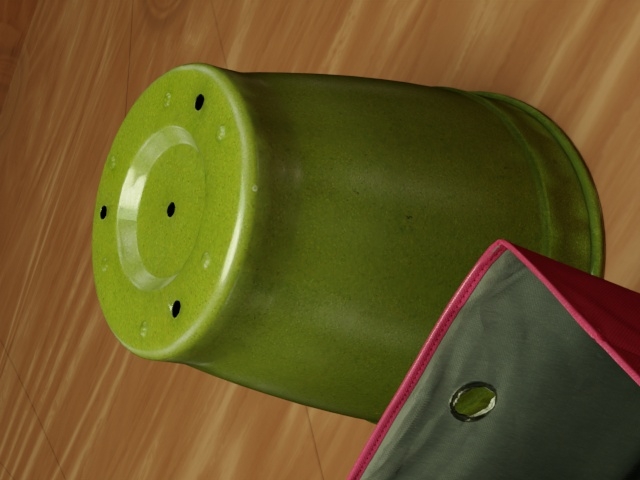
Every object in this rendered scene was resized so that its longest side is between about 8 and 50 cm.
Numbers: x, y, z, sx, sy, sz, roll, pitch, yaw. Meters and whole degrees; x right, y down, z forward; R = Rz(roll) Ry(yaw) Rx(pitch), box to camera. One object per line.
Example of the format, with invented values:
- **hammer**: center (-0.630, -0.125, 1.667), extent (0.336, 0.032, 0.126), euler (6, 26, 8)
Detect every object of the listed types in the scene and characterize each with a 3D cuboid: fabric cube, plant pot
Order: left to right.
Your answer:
- **plant pot**: center (0.000, 0.000, 0.750), extent (0.367, 0.353, 0.366), euler (-13, 73, 47)
- **fabric cube**: center (0.197, 0.191, 0.506), extent (0.254, 0.258, 0.259), euler (-63, 24, 19)
